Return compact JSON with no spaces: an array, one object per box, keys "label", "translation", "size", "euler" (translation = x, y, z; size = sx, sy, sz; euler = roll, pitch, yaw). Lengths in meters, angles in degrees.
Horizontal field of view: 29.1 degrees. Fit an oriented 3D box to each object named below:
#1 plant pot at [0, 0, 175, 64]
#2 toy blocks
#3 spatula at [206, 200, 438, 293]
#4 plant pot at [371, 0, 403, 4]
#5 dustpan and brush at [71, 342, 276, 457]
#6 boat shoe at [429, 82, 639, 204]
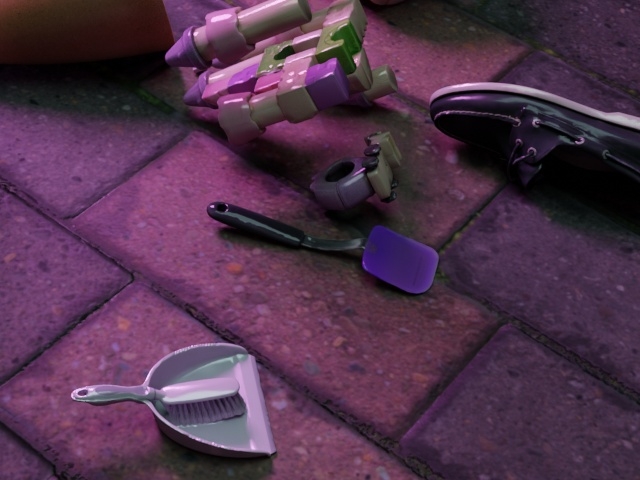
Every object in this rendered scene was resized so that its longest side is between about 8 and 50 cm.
[{"label":"plant pot","translation":[-0.356,-0.339,1.691],"size":[0.254,0.237,0.237],"euler":[-20,51,-7]},{"label":"toy blocks","translation":[-0.069,-0.203,1.622],"size":[0.260,0.309,0.289],"euler":[-18,29,19]},{"label":"spatula","translation":[0.000,0.000,1.530],"size":[0.296,0.030,0.084],"euler":[14,49,5]},{"label":"plant pot","translation":[0.078,-0.512,1.884],"size":[0.275,0.275,0.243],"euler":[-26,65,-28]},{"label":"dustpan and brush","translation":[-0.161,0.170,1.325],"size":[0.211,0.060,0.147],"euler":[-5,48,-13]},{"label":"boat shoe","translation":[0.301,-0.116,1.626],"size":[0.340,0.127,0.113],"euler":[15,69,3]}]
